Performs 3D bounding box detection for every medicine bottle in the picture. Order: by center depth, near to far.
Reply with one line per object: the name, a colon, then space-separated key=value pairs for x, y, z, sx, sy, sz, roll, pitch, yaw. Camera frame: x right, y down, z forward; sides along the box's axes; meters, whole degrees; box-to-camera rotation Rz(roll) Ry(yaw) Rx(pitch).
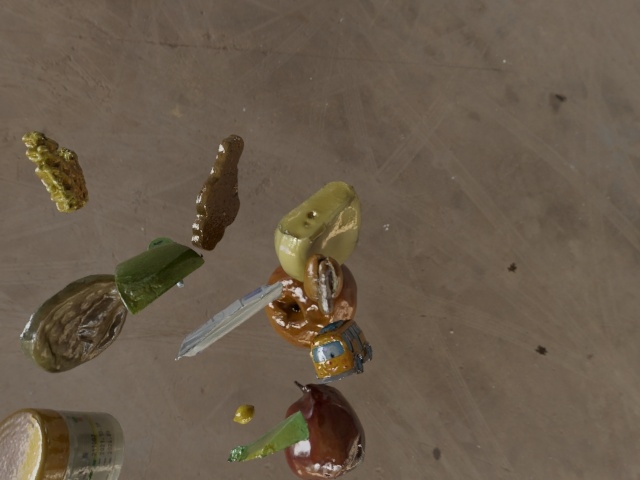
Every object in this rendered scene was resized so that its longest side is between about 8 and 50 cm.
medicine bottle: x=-0.658 y=0.547 z=1.013 sx=0.238 sy=0.232 sz=0.238 roll=-11 pitch=63 yaw=23

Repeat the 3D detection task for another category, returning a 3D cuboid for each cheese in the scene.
cheese: x=0.000 y=0.000 z=1.068 sx=0.259 sy=0.316 sz=0.128 roll=-36 pitch=61 yaw=-15

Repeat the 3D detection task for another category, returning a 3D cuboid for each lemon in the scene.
lemon: x=-0.289 y=0.659 z=1.548 sx=0.092 sy=0.065 sz=0.065 roll=-33 pitch=88 yaw=-3

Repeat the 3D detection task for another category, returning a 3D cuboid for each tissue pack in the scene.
tissue pack: x=-0.098 y=0.087 z=0.484 sx=0.122 sy=0.193 sz=0.026 roll=-34 pitch=87 yaw=-9

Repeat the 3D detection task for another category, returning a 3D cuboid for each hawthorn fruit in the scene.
hawthorn fruit: x=0.010 y=0.706 z=1.509 sx=0.308 sy=0.308 sz=0.325 roll=12 pitch=66 yaw=-13

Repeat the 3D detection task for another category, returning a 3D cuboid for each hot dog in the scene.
hot dog: x=0.005 y=0.099 z=0.919 sx=0.089 sy=0.060 sz=0.140 roll=6 pitch=119 yaw=-2

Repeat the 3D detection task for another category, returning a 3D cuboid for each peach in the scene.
peach: x=-0.023 y=0.215 z=1.478 sx=0.301 sy=0.342 sz=0.343 roll=-15 pitch=80 yaw=-59

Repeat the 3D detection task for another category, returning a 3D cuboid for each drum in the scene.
drum: x=-0.610 y=0.081 z=1.690 sx=0.253 sy=0.049 sz=0.130 roll=37 pitch=57 yaw=19

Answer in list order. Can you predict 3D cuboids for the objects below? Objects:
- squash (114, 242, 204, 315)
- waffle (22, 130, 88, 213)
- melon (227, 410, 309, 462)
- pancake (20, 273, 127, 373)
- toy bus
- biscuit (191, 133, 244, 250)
squash: x=-0.431 y=0.093 z=0.974 sx=0.203 sy=0.289 sz=0.111 roll=-24 pitch=101 yaw=25
waffle: x=-0.480 y=-0.128 z=0.764 sx=0.051 sy=0.194 sz=0.149 roll=-15 pitch=106 yaw=-14
melon: x=-0.120 y=0.431 z=0.846 sx=0.053 sy=0.262 sz=0.114 roll=54 pitch=39 yaw=8
pancake: x=-0.625 y=0.223 z=1.065 sx=0.049 sy=0.294 sz=0.294 roll=31 pitch=70 yaw=21
toy bus: x=0.052 y=0.293 z=1.110 sx=0.126 sy=0.209 sz=0.136 roll=-23 pitch=85 yaw=19
biscuit: x=-0.271 y=-0.127 z=1.107 sx=0.047 sy=0.183 sz=0.320 roll=19 pitch=108 yaw=12
